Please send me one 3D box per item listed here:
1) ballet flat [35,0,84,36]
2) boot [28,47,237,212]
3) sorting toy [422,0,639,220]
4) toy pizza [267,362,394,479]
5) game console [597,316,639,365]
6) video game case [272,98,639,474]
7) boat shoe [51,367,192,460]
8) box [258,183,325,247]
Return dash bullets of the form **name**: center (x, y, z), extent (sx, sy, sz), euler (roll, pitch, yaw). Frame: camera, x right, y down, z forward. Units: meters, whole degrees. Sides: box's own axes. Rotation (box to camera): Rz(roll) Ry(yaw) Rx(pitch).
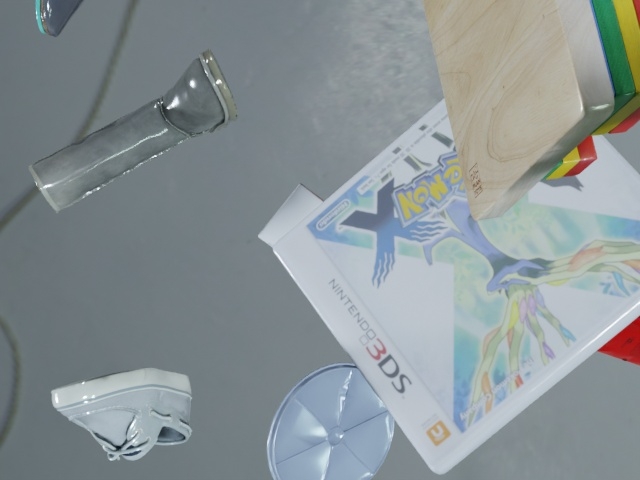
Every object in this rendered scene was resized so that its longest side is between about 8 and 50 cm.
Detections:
- **ballet flat**: center (-0.204, -0.270, 1.114), extent (0.074, 0.074, 0.203), euler (-7, 73, 15)
- **boot**: center (-0.191, -0.106, 1.322), extent (0.208, 0.190, 0.076), euler (-21, 79, -12)
- **sorting toy**: center (0.166, -0.176, 1.011), extent (0.089, 0.257, 0.256), euler (-8, 76, -12)
- **toy pizza**: center (0.012, 0.258, 1.773), extent (0.032, 0.201, 0.201), euler (22, 110, 56)
- **game console**: center (0.315, 0.062, 1.327), extent (0.124, 0.144, 0.085), euler (18, 73, 5)
- **video game case**: center (0.154, 0.011, 1.295), extent (0.329, 0.036, 0.300), euler (-40, 62, 6)
- **boat shoe**: center (-0.180, 0.170, 1.273), extent (0.079, 0.227, 0.081), euler (-16, 78, 17)
- **box**: center (0.000, 0.000, 1.777), extent (0.130, 0.170, 0.091), euler (39, 91, 2)
